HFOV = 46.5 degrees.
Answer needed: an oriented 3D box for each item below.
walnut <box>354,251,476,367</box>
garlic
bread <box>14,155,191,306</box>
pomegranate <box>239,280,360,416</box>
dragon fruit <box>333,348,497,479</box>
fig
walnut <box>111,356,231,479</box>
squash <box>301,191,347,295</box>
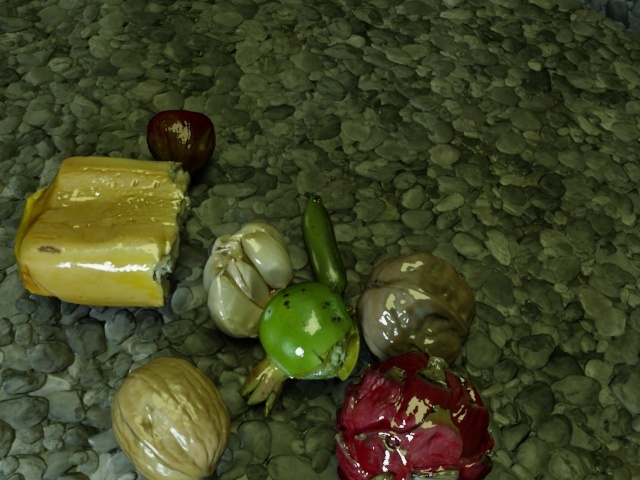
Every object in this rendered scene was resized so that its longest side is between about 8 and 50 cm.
[{"bbox_3d":[0.211,0.162,1.636,0.273,0.227,0.273,27,44,-30],"label":"walnut"},{"bbox_3d":[-0.184,0.077,1.700,0.184,0.203,0.281,7,56,48],"label":"garlic"},{"bbox_3d":[-0.496,-0.009,1.710,0.394,0.250,0.361,1,50,0],"label":"bread"},{"bbox_3d":[-0.055,0.230,1.589,0.302,0.236,0.236,-44,64,-2],"label":"pomegranate"},{"bbox_3d":[0.174,0.380,1.420,0.329,0.329,0.329,2,52,-3],"label":"dragon fruit"},{"bbox_3d":[-0.340,-0.208,1.938,0.190,0.190,0.290,-20,73,-19],"label":"fig"},{"bbox_3d":[-0.292,0.356,1.458,0.225,0.225,0.261,-32,66,-26],"label":"walnut"},{"bbox_3d":[0.001,-0.001,1.843,0.087,0.087,0.331,-6,52,-9],"label":"squash"}]
